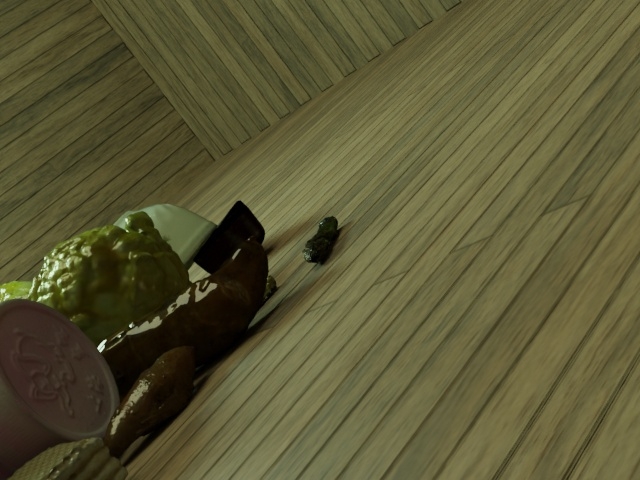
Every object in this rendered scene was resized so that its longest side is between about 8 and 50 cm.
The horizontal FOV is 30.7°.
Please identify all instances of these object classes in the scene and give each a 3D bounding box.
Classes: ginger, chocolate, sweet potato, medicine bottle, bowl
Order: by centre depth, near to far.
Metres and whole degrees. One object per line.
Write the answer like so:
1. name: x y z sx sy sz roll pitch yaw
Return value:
1. sweet potato: -0.196 0.188 1.355 0.206 0.068 0.060 -49 -20 -40
2. medicine bottle: -0.424 0.243 1.404 0.325 0.212 0.212 -37 9 18
3. ginger: -0.188 0.125 1.494 0.309 0.107 0.133 -37 -6 12
4. chocolate: -0.142 0.007 1.918 0.125 0.080 0.149 -54 4 -23
5. bowl: -0.309 0.044 1.970 0.277 0.145 0.277 -53 4 5

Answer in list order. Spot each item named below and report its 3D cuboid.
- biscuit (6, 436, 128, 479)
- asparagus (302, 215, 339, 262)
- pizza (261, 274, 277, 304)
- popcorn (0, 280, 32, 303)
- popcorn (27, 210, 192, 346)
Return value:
1. biscuit: -0.358 0.352 1.113 0.144 0.078 0.426 -25 16 46
2. asparagus: 0.000 0.001 1.608 0.036 0.030 0.165 -9 16 14
3. pizza: -0.131 0.101 1.589 0.160 0.035 0.099 -36 10 9
4. popcorn: -0.620 0.201 2.147 0.325 0.290 0.321 -55 9 11
5. popcorn: -0.302 0.081 1.720 0.256 0.254 0.195 8 8 -43
